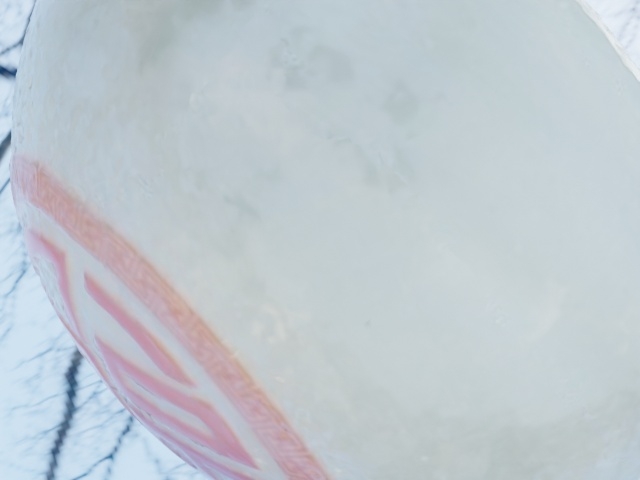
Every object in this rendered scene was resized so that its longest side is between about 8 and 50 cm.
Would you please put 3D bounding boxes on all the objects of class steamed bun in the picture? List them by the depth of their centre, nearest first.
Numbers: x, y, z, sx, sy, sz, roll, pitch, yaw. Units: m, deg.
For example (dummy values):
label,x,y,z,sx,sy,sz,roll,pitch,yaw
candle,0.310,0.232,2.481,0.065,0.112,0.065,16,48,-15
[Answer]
label,x,y,z,sx,sy,sz,roll,pitch,yaw
steamed bun,0.000,0.000,0.679,0.177,0.283,0.283,-42,-85,-13
